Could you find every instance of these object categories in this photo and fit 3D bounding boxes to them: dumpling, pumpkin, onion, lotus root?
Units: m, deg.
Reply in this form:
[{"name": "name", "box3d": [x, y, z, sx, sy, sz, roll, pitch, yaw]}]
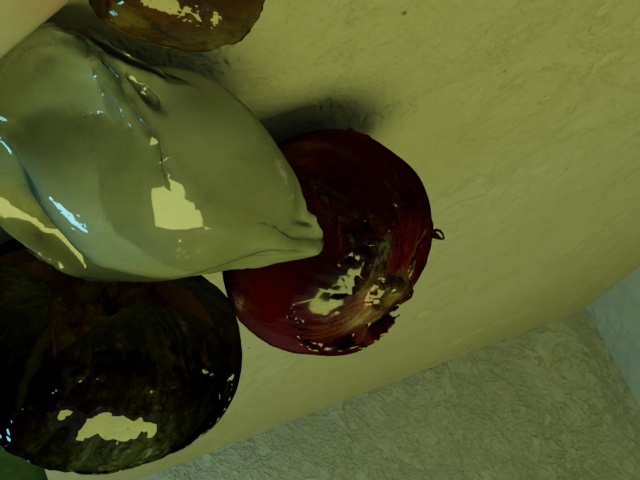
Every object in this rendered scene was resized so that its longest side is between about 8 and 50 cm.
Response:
[{"name": "dumpling", "box3d": [-0.169, -0.047, 0.897, 0.260, 0.181, 0.341, -23, 163, 25]}, {"name": "pumpkin", "box3d": [-0.241, 0.118, 1.053, 0.320, 0.320, 0.192, -10, 123, -37]}, {"name": "onion", "box3d": [0.000, 0.000, 1.137, 0.276, 0.276, 0.276, -22, 162, -8]}, {"name": "lotus root", "box3d": [-0.104, -0.198, 0.704, 0.135, 0.095, 0.159, 0, 145, -44]}]

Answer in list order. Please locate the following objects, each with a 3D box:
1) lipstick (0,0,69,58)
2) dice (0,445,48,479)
[{"name": "lipstick", "box3d": [-0.253, -0.150, 0.646, 0.327, 0.087, 0.087, -32, 161, 21]}, {"name": "dice", "box3d": [-0.551, 0.373, 1.285, 0.318, 0.330, 0.322, -17, 168, -34]}]
